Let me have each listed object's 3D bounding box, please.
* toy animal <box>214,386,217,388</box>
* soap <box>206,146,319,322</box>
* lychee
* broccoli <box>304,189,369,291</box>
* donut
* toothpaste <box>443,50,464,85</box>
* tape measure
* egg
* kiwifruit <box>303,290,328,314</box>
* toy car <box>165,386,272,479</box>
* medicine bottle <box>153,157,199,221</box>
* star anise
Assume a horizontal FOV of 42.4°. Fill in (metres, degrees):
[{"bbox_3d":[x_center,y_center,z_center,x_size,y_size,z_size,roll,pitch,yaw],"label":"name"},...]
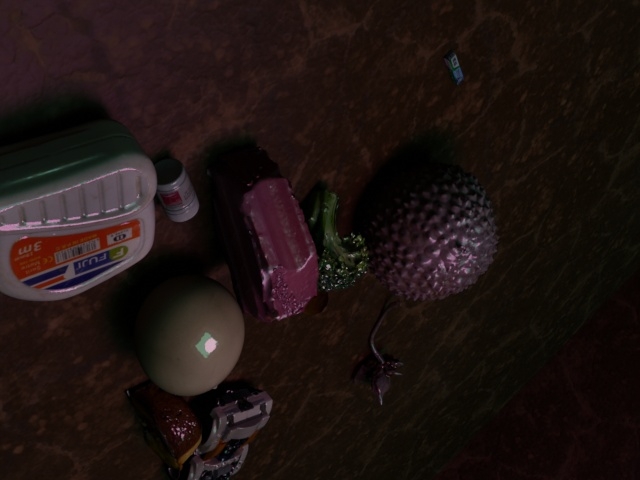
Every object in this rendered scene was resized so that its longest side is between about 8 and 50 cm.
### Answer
[{"bbox_3d":[-0.238,0.239,1.604,0.085,0.071,0.124,-27,138,-59],"label":"toy animal"},{"bbox_3d":[-0.102,-0.011,1.376,0.112,0.182,0.289,-23,103,-27],"label":"soap"},{"bbox_3d":[0.230,-0.009,1.689,0.300,0.300,0.300,-30,144,-25],"label":"lychee"},{"bbox_3d":[0.000,0.000,1.559,0.220,0.194,0.194,11,119,-26],"label":"broccoli"},{"bbox_3d":[-0.295,0.370,1.634,0.085,0.141,0.217,-37,151,-28],"label":"donut"},{"bbox_3d":[0.260,-0.334,1.605,0.020,0.017,0.083,-44,148,-3],"label":"toothpaste"},{"bbox_3d":[-0.358,-0.040,1.118,0.258,0.130,0.265,-23,146,-28],"label":"tape measure"},{"bbox_3d":[-0.227,0.170,1.429,0.188,0.188,0.253,-24,145,-31],"label":"egg"},{"bbox_3d":[-0.025,0.110,1.706,0.075,0.075,0.124,-43,151,-6],"label":"kiwifruit"},{"bbox_3d":[-0.218,0.447,1.812,0.193,0.118,0.301,-9,133,-47],"label":"toy car"},{"bbox_3d":[-0.227,-0.078,1.284,0.058,0.058,0.091,-37,146,-15],"label":"medicine bottle"},{"bbox_3d":[0.142,0.273,2.061,0.218,0.148,0.227,-19,121,16],"label":"star anise"}]
